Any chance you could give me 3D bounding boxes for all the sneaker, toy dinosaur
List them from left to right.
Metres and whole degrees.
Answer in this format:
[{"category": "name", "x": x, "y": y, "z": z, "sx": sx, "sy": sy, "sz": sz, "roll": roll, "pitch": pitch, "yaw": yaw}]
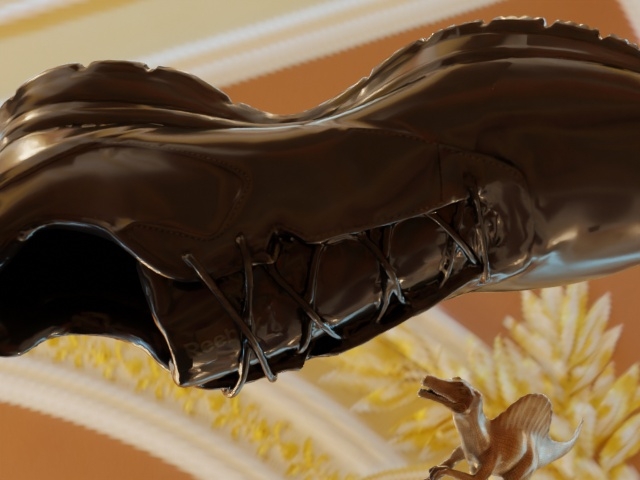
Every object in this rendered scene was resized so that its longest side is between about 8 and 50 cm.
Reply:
[{"category": "sneaker", "x": 0.000, "y": 0.000, "z": 0.524, "sx": 0.286, "sy": 0.109, "sz": 0.130, "roll": -6, "pitch": -146, "yaw": 17}, {"category": "toy dinosaur", "x": 0.113, "y": 0.132, "z": 0.882, "sx": 0.053, "sy": 0.183, "sz": 0.093, "roll": 37, "pitch": -82, "yaw": 40}]
